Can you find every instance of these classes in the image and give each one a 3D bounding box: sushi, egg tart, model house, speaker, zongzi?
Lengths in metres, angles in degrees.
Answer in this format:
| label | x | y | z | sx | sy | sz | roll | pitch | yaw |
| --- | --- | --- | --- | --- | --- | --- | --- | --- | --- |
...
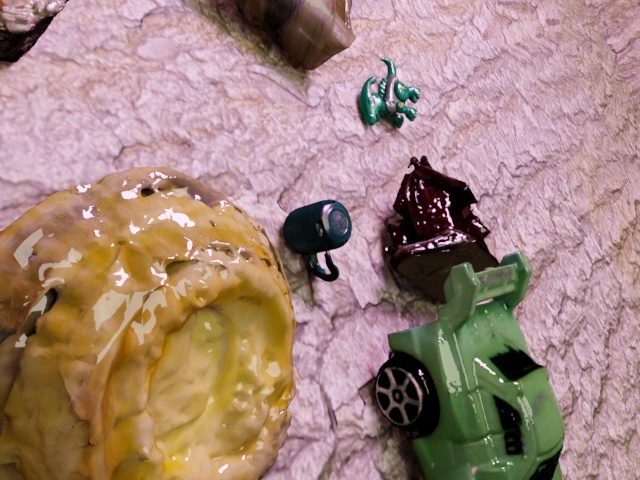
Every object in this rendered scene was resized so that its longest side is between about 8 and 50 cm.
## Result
| label | x | y | z | sx | sy | sz | roll | pitch | yaw |
| --- | --- | --- | --- | --- | --- | --- | --- | --- | --- |
| sushi | -0.282 | -0.234 | 0.538 | 0.090 | 0.078 | 0.150 | 36 | 49 | -27 |
| egg tart | -0.096 | 0.088 | 0.384 | 0.279 | 0.095 | 0.279 | -10 | 103 | -49 |
| model house | 0.175 | -0.013 | 0.865 | 0.203 | 0.141 | 0.164 | 43 | 23 | -49 |
| speaker | -0.003 | 0.002 | 0.699 | 0.060 | 0.075 | 0.094 | 8 | 75 | -42 |
| zongzi | -0.054 | -0.384 | 0.808 | 0.242 | 0.112 | 0.221 | 29 | 54 | -30 |

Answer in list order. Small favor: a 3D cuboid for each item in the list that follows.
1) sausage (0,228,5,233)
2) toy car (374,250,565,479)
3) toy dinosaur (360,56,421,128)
| label | x | y | z | sx | sy | sz | roll | pitch | yaw |
| --- | --- | --- | --- | --- | --- | --- | --- | --- | --- |
| sausage | -0.211 | 0.059 | 0.423 | 0.254 | 0.148 | 0.148 | -31 | 94 | -42 |
| toy car | 0.205 | 0.211 | 0.726 | 0.213 | 0.176 | 0.358 | -5 | 75 | -44 |
| toy dinosaur | 0.106 | -0.234 | 0.935 | 0.096 | 0.059 | 0.132 | 18 | 67 | -31 |
